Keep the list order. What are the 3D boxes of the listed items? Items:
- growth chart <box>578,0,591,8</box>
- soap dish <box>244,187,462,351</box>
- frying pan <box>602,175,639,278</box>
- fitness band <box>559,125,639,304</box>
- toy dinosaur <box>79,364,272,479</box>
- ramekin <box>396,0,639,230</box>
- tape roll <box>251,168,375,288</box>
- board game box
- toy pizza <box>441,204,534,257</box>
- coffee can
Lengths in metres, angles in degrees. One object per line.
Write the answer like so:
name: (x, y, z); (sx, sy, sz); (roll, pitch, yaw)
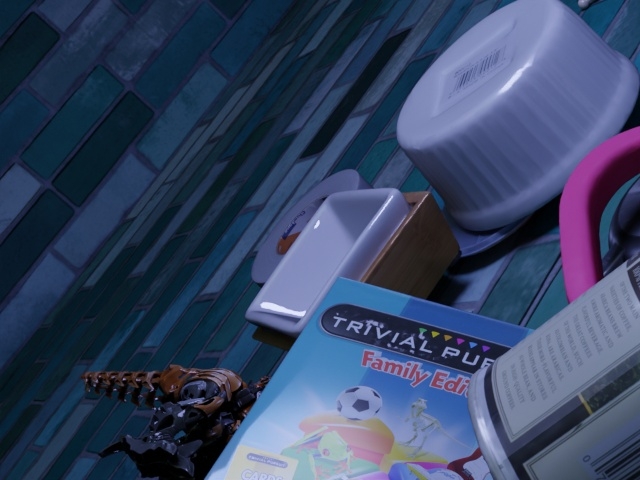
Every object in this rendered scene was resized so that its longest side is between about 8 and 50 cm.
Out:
growth chart: (0.445, -0.434, 1.801); (0.172, 0.021, 0.237); (-31, 24, 40)
soap dish: (0.035, 0.051, 1.497); (0.229, 0.118, 0.291); (-54, 13, -9)
frying pan: (0.300, 0.000, 1.197); (0.326, 0.053, 0.197); (-35, 21, 24)
fitness band: (0.305, -0.007, 1.046); (0.209, 0.054, 0.290); (-16, 38, 20)
toy dinosaur: (-0.120, 0.216, 1.354); (0.322, 0.164, 0.218); (-1, 32, 36)
ramekin: (0.218, -0.156, 1.449); (0.277, 0.135, 0.277); (-40, 21, 19)
tape roll: (0.000, 0.000, 1.806); (0.219, 0.072, 0.219); (-41, 18, 17)
board game box: (0.060, 0.189, 0.988); (0.254, 0.079, 0.336); (15, 44, 20)
toy pizza: (0.219, -0.050, 1.493); (0.201, 0.032, 0.201); (-39, 21, 18)
coffee can: (0.246, 0.071, 0.665); (0.275, 0.201, 0.201); (-40, 20, 19)
